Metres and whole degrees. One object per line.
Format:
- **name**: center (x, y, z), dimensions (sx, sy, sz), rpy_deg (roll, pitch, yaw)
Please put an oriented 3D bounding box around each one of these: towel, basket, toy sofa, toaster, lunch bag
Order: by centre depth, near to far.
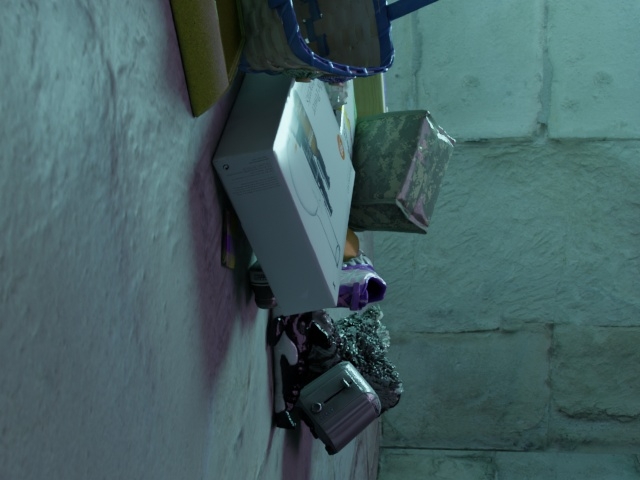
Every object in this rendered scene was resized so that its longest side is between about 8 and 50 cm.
- **basket**: center (0.032, -0.325, 1.239), dimensions (0.255, 0.289, 0.201), rpy_deg (-6, 79, -47)
- **towel**: center (-0.128, -0.002, 1.280), dimensions (0.060, 0.010, 0.083), rpy_deg (48, 43, -80)
- **toaster**: center (0.038, 0.345, 1.853), dimensions (0.129, 0.146, 0.227), rpy_deg (49, -10, 25)
- **lunch bag**: center (0.119, -0.147, 1.992), dimensions (0.169, 0.287, 0.235), rpy_deg (38, 64, -45)
- **toy sofa**: center (0.104, -0.475, 2.486), dimensions (0.362, 0.150, 0.177), rpy_deg (81, 13, -46)

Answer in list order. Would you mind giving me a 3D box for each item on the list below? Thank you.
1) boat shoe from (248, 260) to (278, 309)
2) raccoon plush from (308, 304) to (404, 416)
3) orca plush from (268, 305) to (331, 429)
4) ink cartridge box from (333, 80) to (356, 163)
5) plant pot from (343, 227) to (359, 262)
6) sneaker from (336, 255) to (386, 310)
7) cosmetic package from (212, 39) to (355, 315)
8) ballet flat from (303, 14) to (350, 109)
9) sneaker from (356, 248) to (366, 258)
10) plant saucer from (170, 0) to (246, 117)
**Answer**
- **boat shoe**: center (-0.069, 0.061, 1.501), dimensions (0.219, 0.078, 0.070), rpy_deg (-35, 124, -71)
- **raccoon plush**: center (0.066, 0.202, 2.054), dimensions (0.446, 0.216, 0.299), rpy_deg (81, 4, -47)
- **orca plush**: center (-0.033, 0.195, 1.626), dimensions (0.151, 0.102, 0.287), rpy_deg (63, 27, -73)
- **ink cartridge box**: center (0.004, -0.222, 1.857), dimensions (0.201, 0.117, 0.278), rpy_deg (79, 14, -54)
- **plant pot**: center (0.000, 0.000, 1.852), dimensions (0.095, 0.134, 0.134), rpy_deg (54, 31, -42)
- **sneaker**: center (0.037, 0.098, 1.764), dimensions (0.104, 0.236, 0.095), rpy_deg (40, -51, 39)
- **cosmetic package**: center (-0.040, -0.113, 1.408), dimensions (0.377, 0.098, 0.284), rpy_deg (-80, 156, -52)
- **ballet flat**: center (-0.042, -0.399, 1.614), dimensions (0.147, 0.147, 0.408), rpy_deg (-80, 164, -52)
- **sneaker**: center (0.039, 0.040, 1.997), dimensions (0.292, 0.118, 0.110), rpy_deg (-107, -171, -58)
- **plant saucer**: center (-0.133, -0.279, 1.127), dimensions (0.188, 0.045, 0.188), rpy_deg (-80, 167, -50)
